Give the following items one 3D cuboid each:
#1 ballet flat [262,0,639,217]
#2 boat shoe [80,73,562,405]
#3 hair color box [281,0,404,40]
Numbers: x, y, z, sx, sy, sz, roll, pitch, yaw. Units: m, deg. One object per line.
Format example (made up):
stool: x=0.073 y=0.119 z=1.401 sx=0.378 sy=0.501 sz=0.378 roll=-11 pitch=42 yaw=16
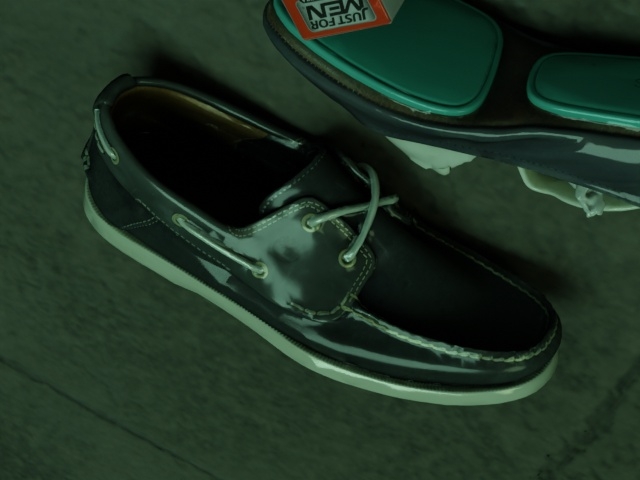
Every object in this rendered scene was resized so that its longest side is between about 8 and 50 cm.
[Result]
ballet flat: x=0.072 y=-0.049 z=0.654 sx=0.203 sy=0.074 sz=0.074 roll=15 pitch=138 yaw=13
boat shoe: x=0.000 y=0.000 z=0.733 sx=0.233 sy=0.084 sz=0.079 roll=26 pitch=140 yaw=9
hair color box: x=-0.008 y=-0.150 z=0.594 sx=0.043 sy=0.072 sz=0.141 roll=-6 pitch=129 yaw=35
